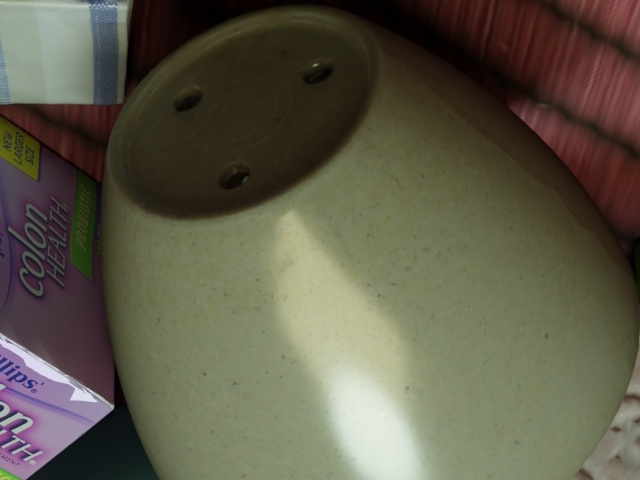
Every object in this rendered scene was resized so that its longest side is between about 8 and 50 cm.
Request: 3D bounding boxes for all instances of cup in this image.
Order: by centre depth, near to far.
[{"bbox_3d":[0.000,0.000,0.991,0.331,0.331,0.237,-21,133,10],"label":"cup"}]

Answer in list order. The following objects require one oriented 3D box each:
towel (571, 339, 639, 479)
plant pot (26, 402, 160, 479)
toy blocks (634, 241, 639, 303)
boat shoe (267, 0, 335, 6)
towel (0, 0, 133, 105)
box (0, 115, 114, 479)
[{"bbox_3d":[0.133,0.170,1.064,0.332,0.317,0.053,32,158,18],"label":"towel"},{"bbox_3d":[-0.039,0.218,1.219,0.235,0.293,0.293,-31,127,0],"label":"plant pot"},{"bbox_3d":[0.323,0.215,1.238,0.261,0.381,0.191,25,145,-38],"label":"toy blocks"},{"bbox_3d":[-0.005,-0.229,0.874,0.123,0.116,0.324,-1,157,4],"label":"boat shoe"},{"bbox_3d":[-0.252,-0.127,0.999,0.285,0.034,0.209,0,166,-6],"label":"towel"},{"bbox_3d":[-0.258,0.076,1.106,0.243,0.213,0.117,-40,122,23],"label":"box"}]
